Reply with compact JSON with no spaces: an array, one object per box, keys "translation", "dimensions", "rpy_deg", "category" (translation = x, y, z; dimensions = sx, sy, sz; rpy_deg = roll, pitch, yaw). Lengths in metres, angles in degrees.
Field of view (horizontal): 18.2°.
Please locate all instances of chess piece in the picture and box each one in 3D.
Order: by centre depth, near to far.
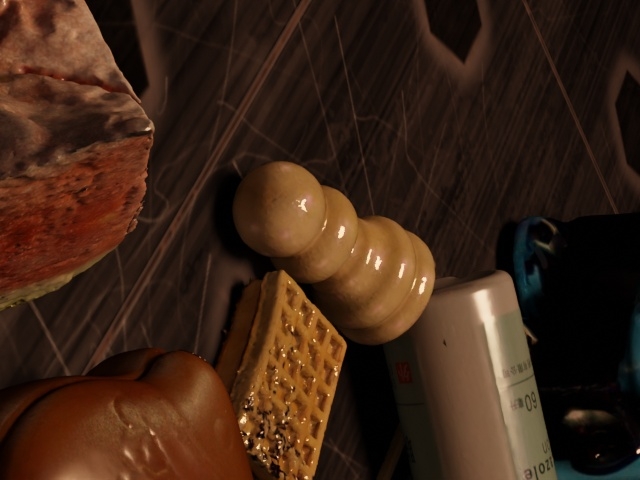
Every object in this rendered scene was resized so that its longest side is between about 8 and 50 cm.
[{"translation":[0.000,0.000,1.457],"dimensions":[0.170,0.094,0.094],"rpy_deg":[37,50,-41],"category":"chess piece"}]

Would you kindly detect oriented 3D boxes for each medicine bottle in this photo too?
[{"translation":[0.132,0.203,1.548],"dimensions":[0.110,0.110,0.352],"rpy_deg":[-19,97,-60],"category":"medicine bottle"}]

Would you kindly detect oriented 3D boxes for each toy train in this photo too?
[{"translation":[0.270,0.119,1.792],"dimensions":[0.300,0.188,0.265],"rpy_deg":[-66,141,-49],"category":"toy train"}]

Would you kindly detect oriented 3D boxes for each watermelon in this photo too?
[{"translation":[-0.188,-0.037,1.017],"dimensions":[0.310,0.232,0.193],"rpy_deg":[7,40,-43],"category":"watermelon"}]

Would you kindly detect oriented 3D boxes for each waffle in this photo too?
[{"translation":[-0.033,0.107,1.397],"dimensions":[0.102,0.042,0.148],"rpy_deg":[53,40,-39],"category":"waffle"}]

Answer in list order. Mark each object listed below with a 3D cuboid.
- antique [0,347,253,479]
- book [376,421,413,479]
[{"translation":[-0.135,0.179,1.110],"dimensions":[0.223,0.129,0.278],"rpy_deg":[61,35,-31],"category":"antique"},{"translation":[0.122,0.291,1.637],"dimensions":[0.322,0.018,0.228],"rpy_deg":[61,34,-30],"category":"book"}]
